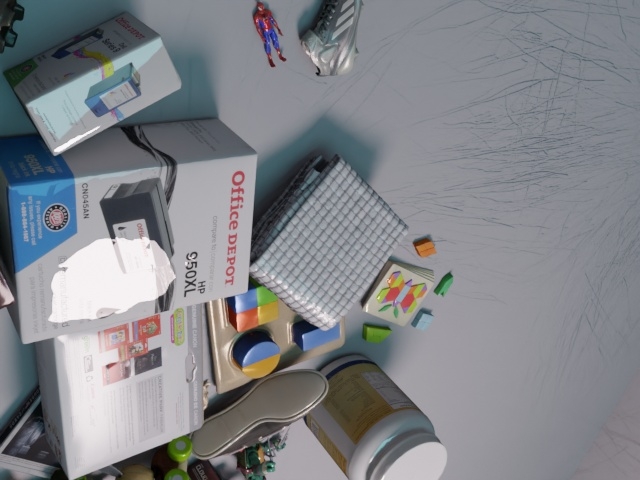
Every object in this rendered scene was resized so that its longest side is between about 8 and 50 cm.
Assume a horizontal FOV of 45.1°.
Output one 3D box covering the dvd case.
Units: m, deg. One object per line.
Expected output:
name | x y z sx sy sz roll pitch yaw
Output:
dvd case | -0.496 0.348 1.479 0.238 0.029 0.179 -52 135 2

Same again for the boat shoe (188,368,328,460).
boat shoe | -0.132 0.378 1.691 0.335 0.112 0.095 -28 161 2

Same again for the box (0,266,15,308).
box | -0.655 0.075 1.080 0.382 0.191 0.143 -27 131 -18

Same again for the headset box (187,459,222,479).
headset box | -0.306 0.648 1.761 0.293 0.110 0.218 -31 132 -15

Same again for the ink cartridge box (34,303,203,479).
ink cartridge box | -0.361 0.237 1.407 0.272 0.130 0.309 -14 120 -34

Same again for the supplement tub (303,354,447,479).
supplement tub | 0.121 0.441 1.786 0.228 0.316 0.228 -18 128 -25

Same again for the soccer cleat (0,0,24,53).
soccer cleat | -0.514 -0.235 1.065 0.121 0.093 0.289 27 108 -12

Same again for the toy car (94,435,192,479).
toy car | -0.376 0.494 1.614 0.189 0.148 0.155 9 136 -12

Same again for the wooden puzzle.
wooden puzzle | -0.076 0.159 1.624 0.322 0.080 0.347 -18 127 -26

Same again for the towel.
towel | 0.000 0.000 1.504 0.235 0.121 0.283 42 78 -25

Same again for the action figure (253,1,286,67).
action figure | -0.087 -0.353 1.315 0.038 0.030 0.115 -29 130 -11

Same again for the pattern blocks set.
pattern blocks set | 0.186 0.123 1.825 0.325 0.026 0.285 5 115 -38

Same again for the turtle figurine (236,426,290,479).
turtle figurine | -0.137 0.518 1.797 0.118 0.175 0.234 2 104 12

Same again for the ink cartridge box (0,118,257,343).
ink cartridge box | -0.317 -0.028 1.268 0.395 0.166 0.285 -12 125 -30

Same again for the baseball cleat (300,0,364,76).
baseball cleat | 0.020 -0.384 1.342 0.110 0.072 0.205 -13 122 -21

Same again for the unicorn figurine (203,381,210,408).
unicorn figurine | -0.298 0.359 1.610 0.162 0.060 0.111 -9 122 -31

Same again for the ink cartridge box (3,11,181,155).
ink cartridge box | -0.333 -0.236 1.127 0.212 0.154 0.093 -30 130 -15

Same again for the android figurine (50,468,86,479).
android figurine | -0.539 0.570 1.557 0.248 0.056 0.272 -14 132 -20
